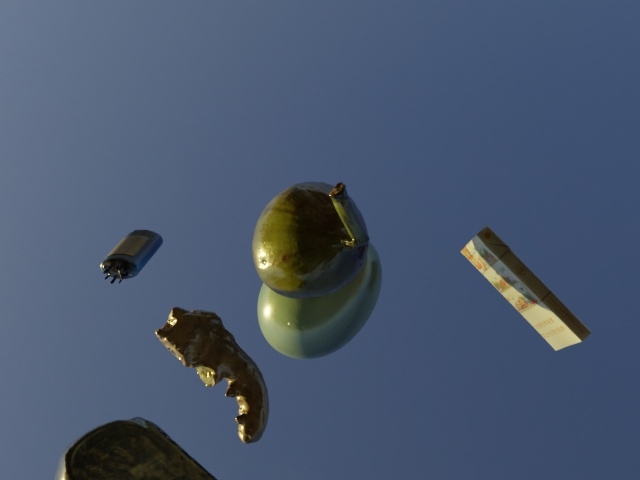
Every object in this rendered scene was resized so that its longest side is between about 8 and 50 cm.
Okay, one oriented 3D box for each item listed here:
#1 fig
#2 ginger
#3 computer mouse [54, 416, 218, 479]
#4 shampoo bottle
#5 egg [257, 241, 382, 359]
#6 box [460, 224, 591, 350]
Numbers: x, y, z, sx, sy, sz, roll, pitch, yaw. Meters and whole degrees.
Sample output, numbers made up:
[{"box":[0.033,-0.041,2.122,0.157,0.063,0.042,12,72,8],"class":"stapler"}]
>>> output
[{"box":[0.007,-0.003,0.978,0.186,0.142,0.148,6,-77,46],"class":"fig"},{"box":[-0.108,0.142,0.919,0.173,0.051,0.069,49,-127,-3],"class":"ginger"},{"box":[-0.182,0.368,1.007,0.203,0.114,0.374,-23,-133,-34],"class":"computer mouse"},{"box":[-0.412,0.035,1.791,0.087,0.050,0.183,5,-152,10],"class":"shampoo bottle"},{"box":[-0.001,0.083,1.282,0.231,0.168,0.168,-49,-129,21],"class":"egg"},{"box":[0.314,0.076,1.288,0.032,0.122,0.220,-42,-98,-10],"class":"box"}]
